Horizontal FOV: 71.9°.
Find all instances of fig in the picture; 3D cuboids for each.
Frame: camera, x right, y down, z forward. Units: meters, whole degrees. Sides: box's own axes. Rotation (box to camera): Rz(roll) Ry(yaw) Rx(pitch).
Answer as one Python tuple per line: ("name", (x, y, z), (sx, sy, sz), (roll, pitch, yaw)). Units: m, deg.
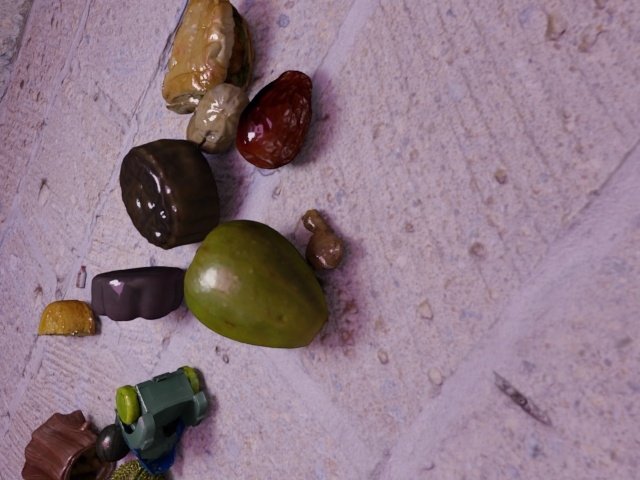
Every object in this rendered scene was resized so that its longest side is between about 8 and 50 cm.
("fig", (-0.129, 0.102, 0.948), (0.326, 0.258, 0.258), (27, 102, 16))

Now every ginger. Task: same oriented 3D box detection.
("ginger", (-0.004, 0.007, 0.972), (0.096, 0.067, 0.165), (-55, 43, 25))

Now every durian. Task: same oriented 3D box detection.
("durian", (-0.498, 0.704, 1.218), (0.159, 0.146, 0.198), (-8, 86, 20))

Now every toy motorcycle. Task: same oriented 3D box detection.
("toy motorcycle", (-0.441, 0.500, 1.184), (0.200, 0.191, 0.326), (53, 129, 26))

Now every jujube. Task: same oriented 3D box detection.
("jujube", (-0.099, -0.280, 1.019), (0.168, 0.168, 0.236), (15, 77, 37))

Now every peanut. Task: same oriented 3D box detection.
("peanut", (-0.264, -0.297, 1.124), (0.290, 0.130, 0.130), (-16, 74, 63))

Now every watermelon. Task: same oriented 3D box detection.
("watermelon", (-0.626, 0.625, 1.335), (0.105, 0.105, 0.133), (-23, 54, 33))

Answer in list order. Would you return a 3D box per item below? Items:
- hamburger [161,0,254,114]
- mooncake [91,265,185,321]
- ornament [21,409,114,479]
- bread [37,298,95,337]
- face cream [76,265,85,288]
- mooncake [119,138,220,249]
("hamburger", (-0.274, -0.467, 1.161), (0.209, 0.162, 0.329), (31, 100, 32))
("mooncake", (-0.501, 0.139, 1.225), (0.245, 0.245, 0.133), (8, 98, 37))
("ornament", (-0.787, 0.694, 1.405), (0.218, 0.221, 0.235), (9, 45, 34))
("bread", (-0.888, 0.276, 1.548), (0.229, 0.143, 0.139), (-9, 80, 34))
("face cream", (-0.889, 0.135, 1.641), (0.040, 0.021, 0.083), (6, 88, 36))
("mooncake", (-0.399, -0.120, 1.163), (0.290, 0.161, 0.290), (22, 122, 39))
